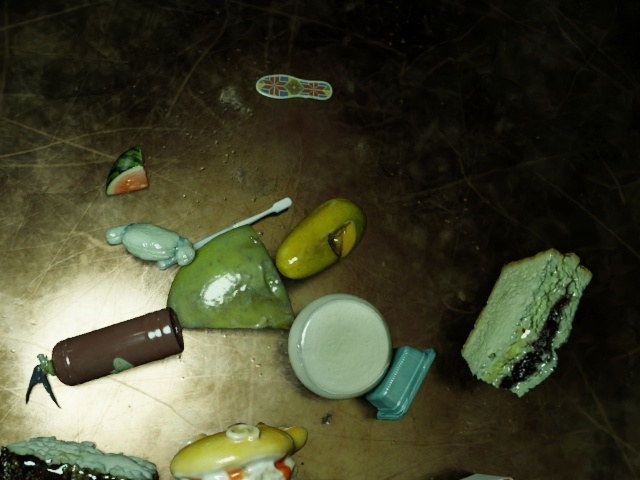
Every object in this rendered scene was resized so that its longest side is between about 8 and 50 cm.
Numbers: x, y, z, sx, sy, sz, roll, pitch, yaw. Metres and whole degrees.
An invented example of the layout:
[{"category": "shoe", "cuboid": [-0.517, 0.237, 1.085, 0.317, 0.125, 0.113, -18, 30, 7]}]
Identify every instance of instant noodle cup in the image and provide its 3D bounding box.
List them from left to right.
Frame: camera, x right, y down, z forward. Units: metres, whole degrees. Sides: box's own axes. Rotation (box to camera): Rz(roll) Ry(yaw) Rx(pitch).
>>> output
[{"category": "instant noodle cup", "cuboid": [0.171, 0.307, 1.621, 0.070, 0.157, 0.179, 34, 71, -5]}]

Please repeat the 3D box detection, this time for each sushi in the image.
[{"category": "sushi", "cuboid": [-0.467, 0.495, 1.426, 0.344, 0.196, 0.181, 15, 92, -4]}]

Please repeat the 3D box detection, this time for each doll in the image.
[{"category": "doll", "cuboid": [-0.367, 0.002, 1.599, 0.214, 0.071, 0.103, 13, 33, 12]}]

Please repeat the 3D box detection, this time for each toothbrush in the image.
[{"category": "toothbrush", "cuboid": [-0.216, -0.019, 1.677, 0.342, 0.030, 0.025, -27, 84, -18]}]

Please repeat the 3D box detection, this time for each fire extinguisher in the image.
[{"category": "fire extinguisher", "cuboid": [-0.455, 0.251, 1.509, 0.344, 0.102, 0.138, -18, 97, -2]}]

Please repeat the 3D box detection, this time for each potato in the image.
[{"category": "potato", "cuboid": [-0.213, 0.128, 1.597, 0.255, 0.112, 0.269, -25, 89, -13]}]

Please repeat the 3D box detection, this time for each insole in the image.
[{"category": "insole", "cuboid": [-0.064, -0.379, 1.813, 0.194, 0.006, 0.065, 3, 76, -12]}]

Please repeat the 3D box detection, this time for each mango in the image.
[{"category": "mango", "cuboid": [0.000, 0.000, 1.638, 0.262, 0.167, 0.130, -39, 95, -30]}]

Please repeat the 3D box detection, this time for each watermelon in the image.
[{"category": "watermelon", "cuboid": [-0.430, -0.146, 1.649, 0.135, 0.125, 0.094, -45, 123, 9]}]

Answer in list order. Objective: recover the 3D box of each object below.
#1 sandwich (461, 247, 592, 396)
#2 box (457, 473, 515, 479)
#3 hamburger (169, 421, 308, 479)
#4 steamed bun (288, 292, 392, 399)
[{"category": "sandwich", "cuboid": [0.459, 0.192, 1.661, 0.131, 0.262, 0.325, 32, 72, -6]}, {"category": "box", "cuboid": [0.338, 0.575, 1.583, 0.133, 0.182, 0.099, -15, 81, -19]}, {"category": "hamburger", "cuboid": [-0.149, 0.460, 1.468, 0.303, 0.261, 0.186, 1, 72, -31]}, {"category": "steamed bun", "cuboid": [0.039, 0.232, 1.615, 0.232, 0.145, 0.231, 1, 87, -11]}]
